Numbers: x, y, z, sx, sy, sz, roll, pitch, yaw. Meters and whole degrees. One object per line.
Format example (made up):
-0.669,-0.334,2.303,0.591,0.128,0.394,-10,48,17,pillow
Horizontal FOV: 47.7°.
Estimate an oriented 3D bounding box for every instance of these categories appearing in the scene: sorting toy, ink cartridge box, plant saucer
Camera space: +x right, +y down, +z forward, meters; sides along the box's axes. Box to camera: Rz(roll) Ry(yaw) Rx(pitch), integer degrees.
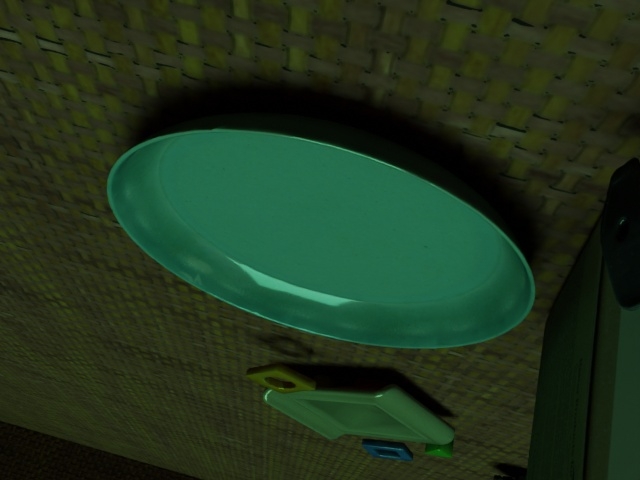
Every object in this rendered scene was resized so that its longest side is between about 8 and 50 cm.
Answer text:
0.052,0.214,0.940,0.196,0.047,0.348,-9,145,35,sorting toy
0.192,0.127,0.464,0.088,0.234,0.193,12,155,10,ink cartridge box
0.000,0.000,0.545,0.318,0.043,0.317,13,155,6,plant saucer

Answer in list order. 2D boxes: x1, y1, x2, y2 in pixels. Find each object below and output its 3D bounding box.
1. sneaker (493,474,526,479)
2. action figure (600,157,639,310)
0.361,0.459,1.143,0.276,0.135,0.098,34,151,-29,sneaker
0.288,0.008,0.338,0.285,0.099,0.185,17,148,-10,action figure
